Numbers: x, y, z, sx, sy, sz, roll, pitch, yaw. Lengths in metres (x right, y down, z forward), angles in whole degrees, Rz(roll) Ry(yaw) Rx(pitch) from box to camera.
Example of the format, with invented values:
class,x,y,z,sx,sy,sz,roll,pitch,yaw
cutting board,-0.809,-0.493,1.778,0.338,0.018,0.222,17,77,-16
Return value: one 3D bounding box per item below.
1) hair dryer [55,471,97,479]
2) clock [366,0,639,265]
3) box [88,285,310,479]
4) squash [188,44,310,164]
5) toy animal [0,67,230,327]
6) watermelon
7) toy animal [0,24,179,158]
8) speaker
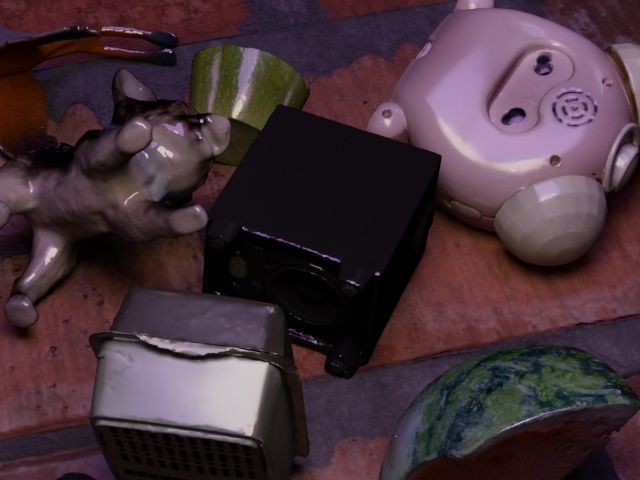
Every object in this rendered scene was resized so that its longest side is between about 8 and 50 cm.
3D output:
class,x,y,z,sx,sy,sz,roll,pitch,yaw
hair dryer,-0.356,0.301,1.578,0.248,0.070,0.114,7,47,18
clock,0.270,-0.152,1.901,0.326,0.184,0.342,28,72,19
box,-0.125,0.179,1.534,0.221,0.290,0.166,8,61,6
squash,-0.106,-0.182,1.966,0.170,0.170,0.122,8,61,7
toy animal,-0.259,-0.085,1.793,0.344,0.194,0.302,-23,21,21
watermelon,0.185,0.212,1.598,0.260,0.256,0.176,-6,91,-16
toy animal,-0.398,-0.279,2.043,0.302,0.225,0.284,22,33,14
speaker,0.000,0.000,1.772,0.232,0.184,0.254,19,49,12
